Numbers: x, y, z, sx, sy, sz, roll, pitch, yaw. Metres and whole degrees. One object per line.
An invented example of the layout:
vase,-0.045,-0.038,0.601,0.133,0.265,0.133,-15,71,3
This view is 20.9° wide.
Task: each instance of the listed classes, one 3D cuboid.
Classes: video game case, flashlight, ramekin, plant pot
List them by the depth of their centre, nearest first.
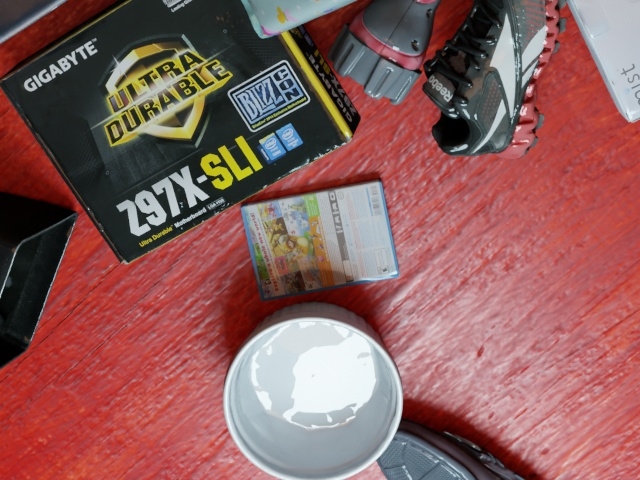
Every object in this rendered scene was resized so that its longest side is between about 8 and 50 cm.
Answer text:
flashlight,0.124,-0.297,1.880,0.103,0.103,0.304,13,117,-46
plant pot,-0.406,0.033,1.963,0.167,0.188,0.187,25,106,8
video game case,0.000,0.000,2.021,0.166,0.015,0.119,-10,106,4
ramekin,-0.009,0.169,2.022,0.207,0.109,0.207,0,106,1

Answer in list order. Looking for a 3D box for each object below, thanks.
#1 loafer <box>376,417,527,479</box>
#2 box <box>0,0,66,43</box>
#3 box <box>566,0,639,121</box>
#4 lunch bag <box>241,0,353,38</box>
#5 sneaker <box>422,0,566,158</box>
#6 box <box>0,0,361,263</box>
loafer,0.198,0.307,2.081,0.302,0.095,0.109,38,134,-5
box,-0.360,-0.420,1.762,0.212,0.293,0.395,-31,103,10
box,0.374,-0.298,1.868,0.231,0.127,0.262,-27,104,9
lunch bag,0.049,-0.334,1.766,0.262,0.223,0.160,-35,101,-31
sneaker,0.180,-0.198,1.864,0.135,0.097,0.276,-13,133,-23
box,-0.155,-0.155,1.918,0.322,0.079,0.257,-27,106,21
